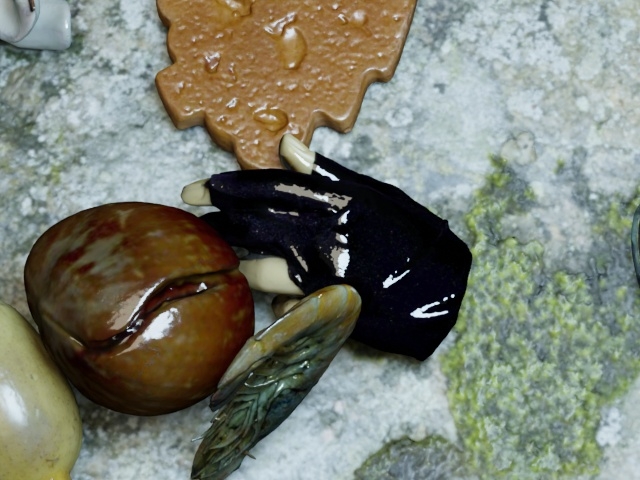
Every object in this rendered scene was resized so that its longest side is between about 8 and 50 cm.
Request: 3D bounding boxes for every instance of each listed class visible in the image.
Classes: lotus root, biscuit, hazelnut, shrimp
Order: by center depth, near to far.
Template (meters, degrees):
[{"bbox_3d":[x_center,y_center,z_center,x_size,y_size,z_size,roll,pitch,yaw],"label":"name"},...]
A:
[{"bbox_3d":[-0.068,0.147,1.571,0.058,0.169,0.296,49,120,21],"label":"shrimp"},{"bbox_3d":[-0.319,0.184,1.627,0.182,0.183,0.310,-36,75,-8],"label":"lotus root"},{"bbox_3d":[-0.184,0.074,1.632,0.218,0.218,0.234,-46,47,-11],"label":"hazelnut"},{"bbox_3d":[-0.029,-0.207,1.803,0.306,0.043,0.284,-25,70,-6],"label":"biscuit"}]

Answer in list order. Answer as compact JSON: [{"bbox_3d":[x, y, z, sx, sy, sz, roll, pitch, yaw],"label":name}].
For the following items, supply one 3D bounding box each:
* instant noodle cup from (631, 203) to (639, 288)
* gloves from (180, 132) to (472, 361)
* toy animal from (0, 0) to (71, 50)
[{"bbox_3d":[0.462,0.041,1.567,0.214,0.296,0.296,-26,71,-13],"label":"instant noodle cup"},{"bbox_3d":[0.005,-0.002,1.679,0.301,0.152,0.197,12,64,10],"label":"gloves"},{"bbox_3d":[-0.441,-0.211,1.771,0.247,0.183,0.310,40,73,10],"label":"toy animal"}]
